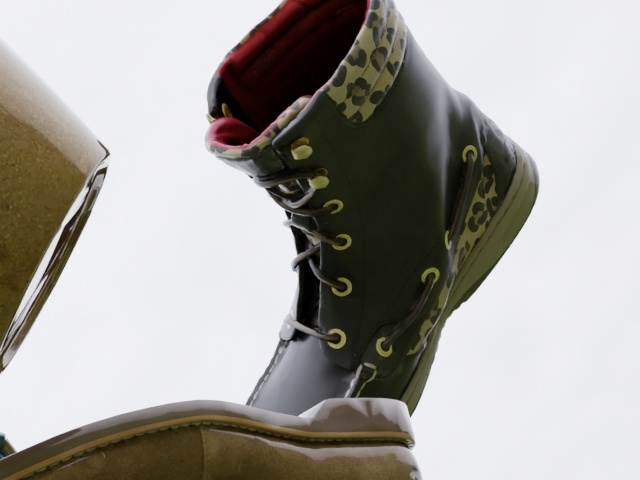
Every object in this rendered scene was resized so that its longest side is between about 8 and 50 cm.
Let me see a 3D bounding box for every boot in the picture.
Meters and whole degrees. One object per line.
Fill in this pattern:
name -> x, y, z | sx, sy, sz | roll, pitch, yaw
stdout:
boot -> 0.000, 0.000, 1.273 | 0.377, 0.138, 0.284 | -52, -45, -13
boot -> -0.056, 0.151, 0.854 | 0.305, 0.115, 0.112 | 1, -27, -40

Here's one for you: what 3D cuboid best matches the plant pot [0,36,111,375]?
plant pot -> -0.231, -0.044, 0.726 | 0.254, 0.237, 0.237 | 27, -64, -3

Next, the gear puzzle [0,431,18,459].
gear puzzle -> -0.408, 0.289, 1.491 | 0.339, 0.044, 0.175 | -33, -77, 2
